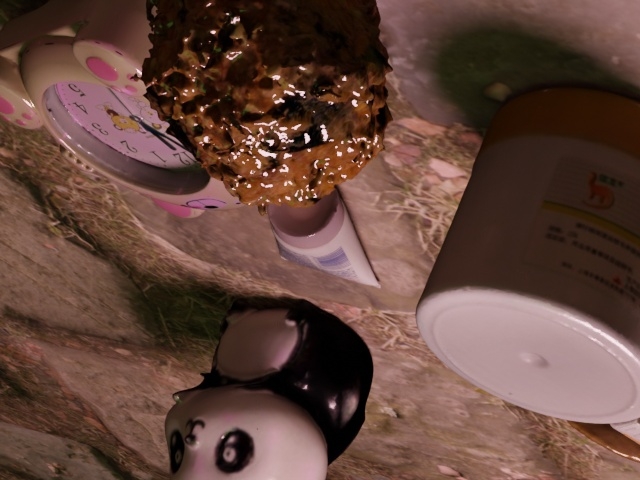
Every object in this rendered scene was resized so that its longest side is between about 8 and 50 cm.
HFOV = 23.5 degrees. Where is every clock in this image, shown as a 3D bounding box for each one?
[{"bbox_3d":[-0.182,-0.137,1.635,0.309,0.114,0.284,39,149,-30],"label":"clock"}]

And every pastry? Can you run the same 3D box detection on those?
[{"bbox_3d":[-0.031,-0.164,1.308,0.192,0.275,0.275,-13,136,40],"label":"pastry"}]

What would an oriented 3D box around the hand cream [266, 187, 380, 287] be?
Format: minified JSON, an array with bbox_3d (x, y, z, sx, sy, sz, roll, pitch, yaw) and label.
[{"bbox_3d":[0.000,0.000,1.794,0.133,0.083,0.248,20,165,12],"label":"hand cream"}]

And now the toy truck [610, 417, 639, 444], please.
[{"bbox_3d":[0.412,0.171,1.697,0.098,0.114,0.227,32,154,-16],"label":"toy truck"}]

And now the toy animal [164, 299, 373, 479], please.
[{"bbox_3d":[-0.071,0.252,2.046,0.250,0.310,0.251,21,154,11],"label":"toy animal"}]

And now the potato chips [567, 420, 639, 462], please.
[{"bbox_3d":[0.382,0.230,1.862,0.208,0.062,0.195,31,-176,26],"label":"potato chips"}]

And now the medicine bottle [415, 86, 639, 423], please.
[{"bbox_3d":[0.234,0.017,1.425,0.237,0.232,0.238,19,154,10],"label":"medicine bottle"}]
